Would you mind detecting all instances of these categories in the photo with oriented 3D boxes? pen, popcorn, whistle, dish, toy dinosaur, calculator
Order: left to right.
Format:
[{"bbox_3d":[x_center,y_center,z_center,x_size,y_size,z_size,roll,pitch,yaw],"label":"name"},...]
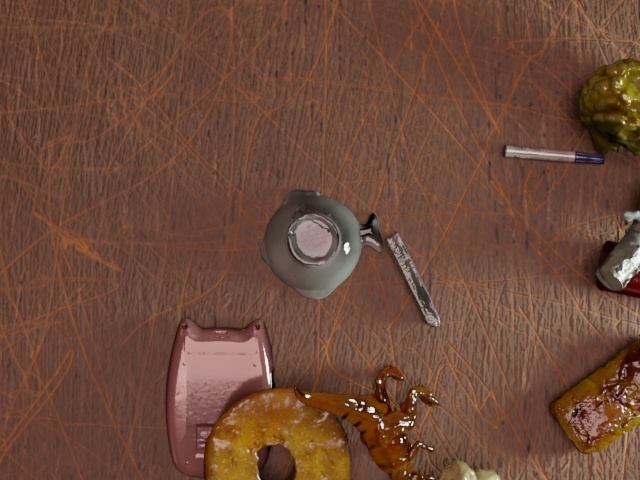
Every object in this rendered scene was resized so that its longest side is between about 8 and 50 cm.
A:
[{"bbox_3d":[-0.196,0.319,1.839,0.220,0.048,0.330,0,89,-2],"label":"calculator"},{"bbox_3d":[0.000,0.000,1.843,0.246,0.078,0.224,-11,85,0],"label":"dish"},{"bbox_3d":[0.115,0.329,1.776,0.432,0.097,0.208,48,60,-25],"label":"toy dinosaur"},{"bbox_3d":[0.469,-0.172,1.878,0.204,0.025,0.025,5,86,0],"label":"pen"},{"bbox_3d":[0.607,-0.259,1.809,0.218,0.189,0.169,22,79,8],"label":"popcorn"},{"bbox_3d":[0.655,-0.042,1.795,0.346,0.142,0.133,-45,43,-18],"label":"whistle"}]

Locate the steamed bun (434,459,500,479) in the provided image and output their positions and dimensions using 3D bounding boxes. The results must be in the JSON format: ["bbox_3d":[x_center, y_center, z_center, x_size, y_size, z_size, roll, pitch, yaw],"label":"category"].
[{"bbox_3d":[0.239,0.551,1.744,0.295,0.137,0.292,43,59,-37],"label":"steamed bun"}]

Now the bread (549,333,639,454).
[{"bbox_3d":[0.583,0.294,1.821,0.271,0.077,0.139,-35,84,1],"label":"bread"}]

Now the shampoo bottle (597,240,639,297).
[{"bbox_3d":[0.683,0.074,1.840,0.260,0.064,0.102,12,80,1],"label":"shampoo bottle"}]

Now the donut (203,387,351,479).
[{"bbox_3d":[-0.090,0.417,1.775,0.303,0.110,0.303,-1,95,-14],"label":"donut"}]

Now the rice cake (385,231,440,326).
[{"bbox_3d":[0.185,0.079,1.854,0.036,0.047,0.207,-27,84,14],"label":"rice cake"}]
